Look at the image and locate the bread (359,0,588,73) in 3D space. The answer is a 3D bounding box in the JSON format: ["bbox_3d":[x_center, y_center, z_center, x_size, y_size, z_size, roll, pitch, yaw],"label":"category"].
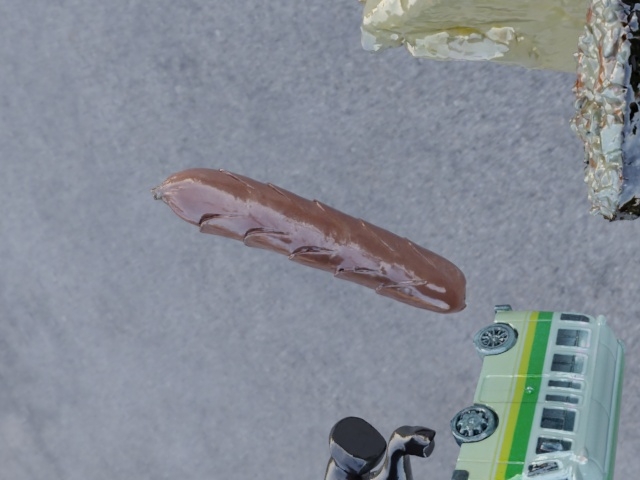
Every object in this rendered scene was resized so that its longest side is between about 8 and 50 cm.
[{"bbox_3d":[0.243,-0.348,0.762,0.279,0.390,0.371,160,107,-64],"label":"bread"}]

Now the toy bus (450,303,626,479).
[{"bbox_3d":[0.248,0.206,0.977,0.164,0.276,0.134,-6,127,28],"label":"toy bus"}]

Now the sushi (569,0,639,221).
[{"bbox_3d":[0.192,-0.086,0.515,0.078,0.090,0.150,-2,103,6],"label":"sushi"}]

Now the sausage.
[{"bbox_3d":[0.000,-0.002,1.091,0.433,0.088,0.088,20,135,-14],"label":"sausage"}]

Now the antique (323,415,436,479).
[{"bbox_3d":[0.031,0.380,1.001,0.185,0.322,0.255,19,131,17],"label":"antique"}]
